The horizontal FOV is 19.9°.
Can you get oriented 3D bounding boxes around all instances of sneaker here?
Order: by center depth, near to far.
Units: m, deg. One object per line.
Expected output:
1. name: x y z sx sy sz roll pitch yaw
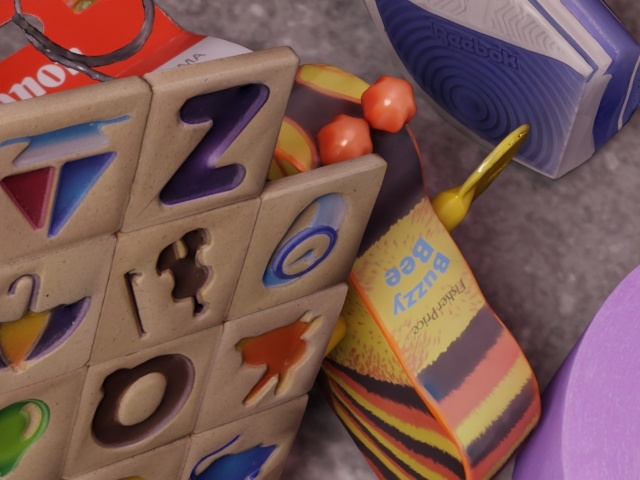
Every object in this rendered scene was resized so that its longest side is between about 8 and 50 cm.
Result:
1. sneaker: 0.074 -0.200 0.967 0.182 0.127 0.315 -38 72 -26

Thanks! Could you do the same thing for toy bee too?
1. toy bee: 0.000 0.000 0.756 0.298 0.162 0.195 32 70 -21

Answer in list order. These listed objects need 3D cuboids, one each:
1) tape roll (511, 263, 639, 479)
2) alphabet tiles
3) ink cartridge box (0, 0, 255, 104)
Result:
1. tape roll: 0.229 0.126 0.834 0.275 0.090 0.274 5 59 -9
2. alphabet tiles: -0.114 0.088 0.618 0.285 0.342 0.011 -17 50 -37
3. ink cartridge box: -0.105 -0.043 0.880 0.189 0.066 0.232 -37 78 -27
